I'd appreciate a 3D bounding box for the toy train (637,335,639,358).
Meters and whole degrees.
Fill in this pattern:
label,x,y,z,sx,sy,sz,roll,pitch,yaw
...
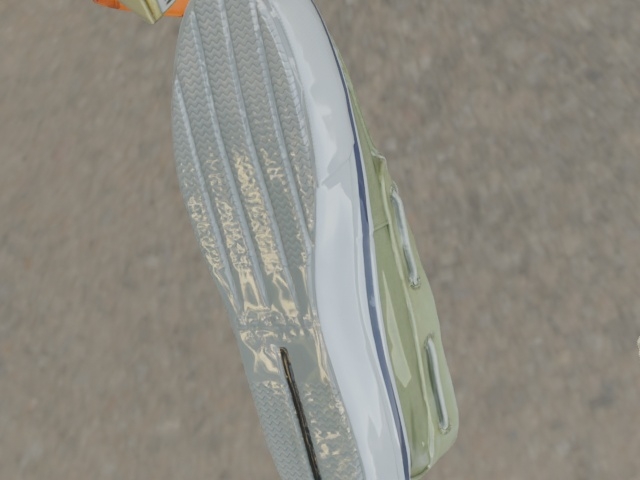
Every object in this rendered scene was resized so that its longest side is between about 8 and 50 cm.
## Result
label,x,y,z,sx,sy,sz,roll,pitch,yaw
toy train,0.238,0.057,0.833,0.166,0.046,0.125,12,128,6

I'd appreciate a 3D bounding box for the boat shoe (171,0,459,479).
label,x,y,z,sx,sy,sz,roll,pitch,yaw
boat shoe,0.000,0.000,0.920,0.109,0.094,0.302,6,114,42

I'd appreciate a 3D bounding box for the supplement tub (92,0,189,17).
label,x,y,z,sx,sy,sz,roll,pitch,yaw
supplement tub,-0.085,-0.343,1.298,0.207,0.207,0.338,3,104,-1

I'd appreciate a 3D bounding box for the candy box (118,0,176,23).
label,x,y,z,sx,sy,sz,roll,pitch,yaw
candy box,-0.028,-0.248,0.538,0.183,0.087,0.316,37,83,12
